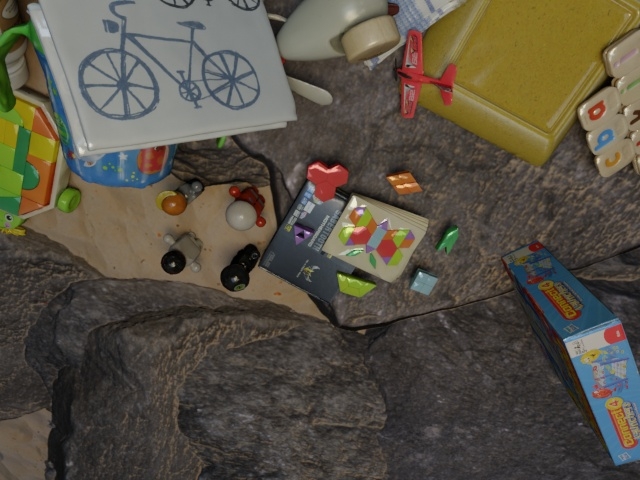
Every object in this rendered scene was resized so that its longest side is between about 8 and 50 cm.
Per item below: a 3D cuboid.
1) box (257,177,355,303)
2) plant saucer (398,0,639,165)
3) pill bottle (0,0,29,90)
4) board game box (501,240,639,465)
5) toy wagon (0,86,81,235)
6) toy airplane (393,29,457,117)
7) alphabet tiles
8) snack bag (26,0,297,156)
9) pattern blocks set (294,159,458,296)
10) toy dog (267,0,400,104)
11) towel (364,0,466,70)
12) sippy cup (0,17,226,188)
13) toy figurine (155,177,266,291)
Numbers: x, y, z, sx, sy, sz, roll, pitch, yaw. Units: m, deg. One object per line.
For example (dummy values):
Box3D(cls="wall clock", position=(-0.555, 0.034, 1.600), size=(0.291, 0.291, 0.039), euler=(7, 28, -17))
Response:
Box3D(cls="box", position=(0.000, 0.000, 0.904), size=(0.184, 0.059, 0.232), euler=(29, 112, -10))
Box3D(cls="plant saucer", position=(0.358, -0.332, 0.725), size=(0.333, 0.081, 0.332), euler=(25, 113, -6))
Box3D(cls="pill bottle", position=(-0.575, -0.369, 0.707), size=(0.131, 0.131, 0.229), euler=(25, 146, -6))
Box3D(cls="board game box", position=(0.491, 0.199, 0.821), size=(0.086, 0.302, 0.308), euler=(-26, 108, 14))
Box3D(cls="toy wagon", position=(-0.642, -0.148, 0.884), size=(0.268, 0.068, 0.344), euler=(24, 113, -6))
Box3D(cls="toy airplane", position=(0.176, -0.277, 0.720), size=(0.028, 0.151, 0.151), euler=(-24, 114, -24))
Box3D(cls="alphabet tiles", position=(0.586, -0.249, 0.730), size=(0.278, 0.021, 0.284), euler=(-37, 121, 10))
Box3D(cls="snack bag", position=(-0.204, -0.300, 0.558), size=(0.037, 0.323, 0.342), euler=(-6, 103, 51))
Box3D(cls="pattern blocks set", position=(0.109, -0.007, 0.850), size=(0.325, 0.026, 0.285), euler=(11, 114, -5))
Box3D(cls="toy dog", position=(-0.003, -0.338, 0.701), size=(0.334, 0.161, 0.219), euler=(12, 114, 37))
Box3D(cls="towel", position=(0.135, -0.441, 0.675), size=(0.285, 0.034, 0.209), euler=(-25, 111, 34))
Box3D(cls="sippy cup", position=(-0.321, -0.215, 0.682), size=(0.306, 0.240, 0.223), euler=(25, 120, 13))
Box3D(cls="toy figurine", position=(-0.222, -0.015, 0.866), size=(0.210, 0.148, 0.212), euler=(12, 114, -1))
